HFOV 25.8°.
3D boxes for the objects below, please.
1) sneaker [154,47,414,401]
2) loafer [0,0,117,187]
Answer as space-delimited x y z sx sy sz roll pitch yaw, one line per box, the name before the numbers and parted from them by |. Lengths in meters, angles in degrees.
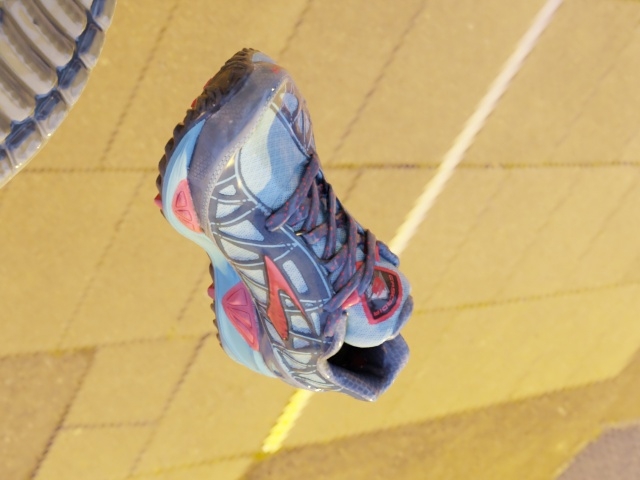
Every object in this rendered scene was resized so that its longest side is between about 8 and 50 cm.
sneaker | 0.000 0.000 0.768 0.104 0.125 0.262 -53 152 -23
loafer | -0.104 -0.108 0.401 0.094 0.087 0.251 52 54 -48
